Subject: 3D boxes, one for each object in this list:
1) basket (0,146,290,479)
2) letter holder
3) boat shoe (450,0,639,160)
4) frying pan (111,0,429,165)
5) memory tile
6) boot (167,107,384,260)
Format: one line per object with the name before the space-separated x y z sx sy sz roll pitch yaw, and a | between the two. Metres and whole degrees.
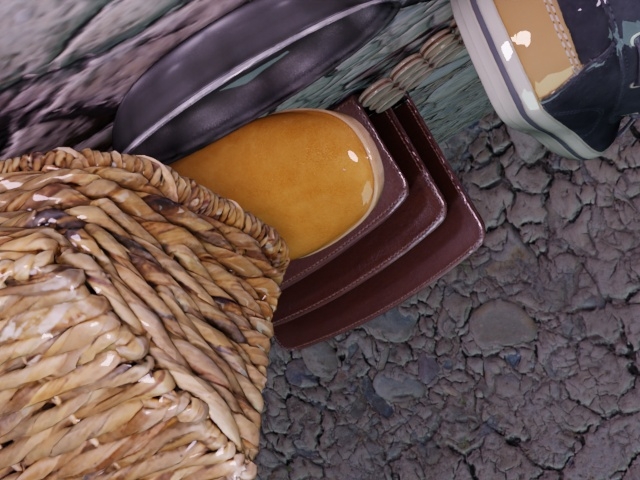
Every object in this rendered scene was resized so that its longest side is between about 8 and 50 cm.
basket | -0.194 0.059 0.695 0.299 0.213 0.223 -29 -152 21
letter holder | 0.000 0.000 1.339 0.302 0.214 0.152 -31 178 26
boat shoe | 0.252 -0.182 1.117 0.156 0.187 0.500 -25 174 19
frying pan | 0.011 -0.130 0.700 0.326 0.053 0.197 -32 179 12
memory tile | 0.102 -0.175 1.176 0.148 0.012 0.113 -37 174 12
boot | -0.118 -0.001 0.822 0.295 0.104 0.211 -14 -172 46
